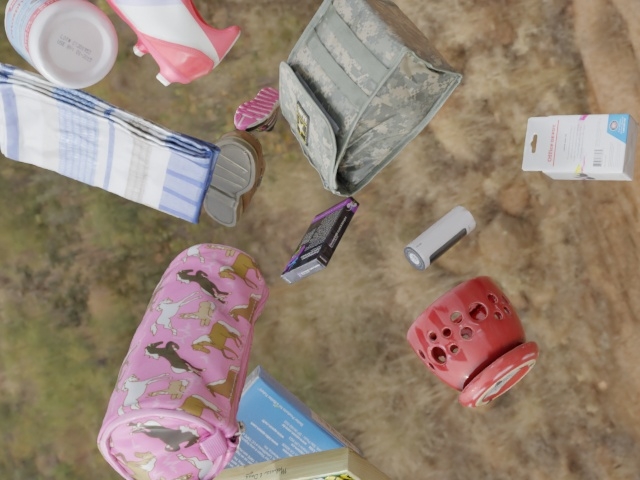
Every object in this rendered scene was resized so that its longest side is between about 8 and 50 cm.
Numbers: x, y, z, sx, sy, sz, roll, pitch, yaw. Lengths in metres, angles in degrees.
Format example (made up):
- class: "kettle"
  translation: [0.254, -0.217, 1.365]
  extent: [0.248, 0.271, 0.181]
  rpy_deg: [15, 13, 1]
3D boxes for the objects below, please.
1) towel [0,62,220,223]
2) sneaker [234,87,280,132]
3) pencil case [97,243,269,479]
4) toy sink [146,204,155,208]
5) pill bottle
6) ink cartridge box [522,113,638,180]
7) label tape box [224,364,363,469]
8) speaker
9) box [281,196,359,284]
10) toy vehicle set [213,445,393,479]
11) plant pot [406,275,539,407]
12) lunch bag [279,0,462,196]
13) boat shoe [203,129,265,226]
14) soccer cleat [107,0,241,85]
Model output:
- class: "towel"
  translation: [-0.276, -0.112, 1.198]
  extent: [0.209, 0.285, 0.034]
  rpy_deg: [121, 168, -62]
- class: "sneaker"
  translation: [-0.123, -0.242, 1.880]
  extent: [0.063, 0.170, 0.074]
  rpy_deg: [18, 124, 11]
- class: "pencil case"
  translation: [-0.170, 0.156, 1.269]
  extent: [0.160, 0.167, 0.386]
  rpy_deg: [-48, 18, 27]
- class: "toy sink"
  translation: [-0.426, -0.161, 2.227]
  extent: [0.234, 0.153, 0.131]
  rpy_deg: [21, 89, 43]
- class: "pill bottle"
  translation: [-0.272, -0.216, 0.967]
  extent: [0.160, 0.087, 0.087]
  rpy_deg: [37, 139, 52]
- class: "ink cartridge box"
  translation: [0.454, -0.163, 1.653]
  extent: [0.181, 0.061, 0.104]
  rpy_deg: [4, 82, 35]
- class: "label tape box"
  translation: [-0.129, 0.435, 1.669]
  extent: [0.249, 0.347, 0.115]
  rpy_deg: [41, -178, -6]
- class: "speaker"
  translation: [0.217, -0.006, 1.708]
  extent: [0.055, 0.136, 0.055]
  rpy_deg: [42, 156, 24]
- class: "box"
  translation: [0.000, 0.000, 1.714]
  extent: [0.029, 0.162, 0.116]
  rpy_deg: [43, 143, -16]
- class: "toy vehicle set"
  translation: [-0.034, 0.365, 1.363]
  extent: [0.166, 0.267, 0.035]
  rpy_deg: [45, -142, -42]
- class: "plant pot"
  translation: [0.276, 0.184, 1.659]
  extent: [0.174, 0.191, 0.191]
  rpy_deg: [52, 150, 22]
- class: "lunch bag"
  translation: [0.050, -0.244, 1.563]
  extent: [0.287, 0.169, 0.235]
  rpy_deg: [-53, 47, 25]
- class: "boat shoe"
  translation: [-0.163, -0.142, 1.820]
  extent: [0.111, 0.104, 0.307]
  rpy_deg: [33, 153, 0]
- class: "soccer cleat"
  translation: [-0.181, -0.260, 0.891]
  extent: [0.248, 0.095, 0.083]
  rpy_deg: [51, -174, -16]
